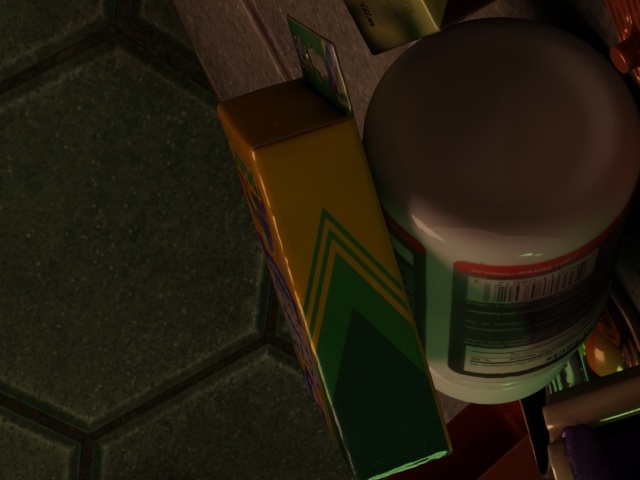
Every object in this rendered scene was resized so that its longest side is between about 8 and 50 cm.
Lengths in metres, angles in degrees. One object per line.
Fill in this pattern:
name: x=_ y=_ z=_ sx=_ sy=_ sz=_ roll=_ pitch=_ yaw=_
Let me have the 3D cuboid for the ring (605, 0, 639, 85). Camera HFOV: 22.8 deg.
ring: x=0.256 y=-0.106 z=0.979 sx=0.336 sy=0.032 sz=0.336 roll=58 pitch=170 yaw=16

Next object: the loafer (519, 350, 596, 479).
loafer: x=0.223 y=0.117 z=1.650 sx=0.302 sy=0.095 sz=0.109 roll=64 pitch=173 yaw=-18

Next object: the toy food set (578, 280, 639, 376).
toy food set: x=0.264 y=0.081 z=1.492 sx=0.132 sy=0.038 sz=0.192 roll=65 pitch=170 yaw=-26

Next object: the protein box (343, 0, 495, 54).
protein box: x=0.072 y=-0.263 z=1.180 sx=0.199 sy=0.136 sz=0.201 roll=61 pitch=171 yaw=-7

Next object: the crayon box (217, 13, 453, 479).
crayon box: x=0.000 y=0.000 z=1.227 sx=0.203 sy=0.083 sz=0.323 roll=-127 pitch=20 yaw=-73

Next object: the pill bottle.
pill bottle: x=0.143 y=-0.005 z=1.320 sx=0.210 sy=0.210 sz=0.363 roll=57 pitch=169 yaw=24

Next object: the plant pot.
plant pot: x=0.227 y=0.366 z=1.978 sx=0.235 sy=0.267 sz=0.267 roll=50 pitch=173 yaw=-7

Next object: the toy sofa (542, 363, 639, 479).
toy sofa: x=0.292 y=0.270 z=1.189 sx=0.177 sy=0.150 sz=0.362 roll=-29 pitch=-80 yaw=-80
